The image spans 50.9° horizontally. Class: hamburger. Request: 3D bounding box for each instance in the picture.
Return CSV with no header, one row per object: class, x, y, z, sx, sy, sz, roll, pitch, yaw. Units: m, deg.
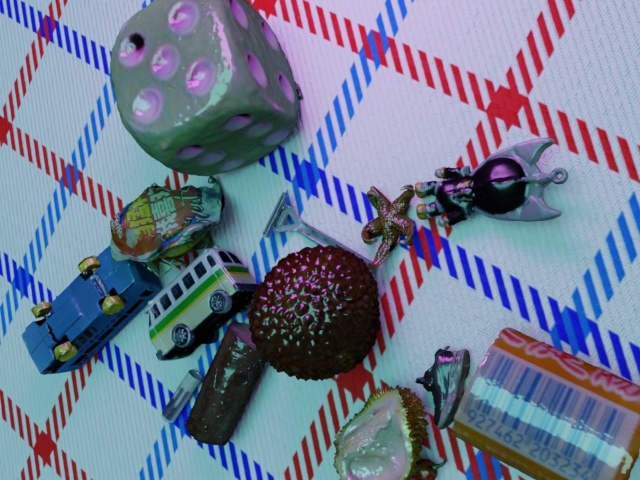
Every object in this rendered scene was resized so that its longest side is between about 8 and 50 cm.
hamburger,-0.351,-0.025,1.621,0.276,0.150,0.260,-2,42,14

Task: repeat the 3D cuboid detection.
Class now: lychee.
lychee,-0.003,0.147,1.384,0.304,0.276,0.276,-22,70,-25

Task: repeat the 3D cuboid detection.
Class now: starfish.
starfish,0.146,-0.027,1.427,0.146,0.074,0.190,10,91,41

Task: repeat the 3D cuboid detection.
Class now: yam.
yam,-0.210,0.333,1.542,0.131,0.131,0.280,28,97,25

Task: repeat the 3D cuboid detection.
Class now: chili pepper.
chili pepper,0.188,0.488,1.378,0.191,0.050,0.059,-36,57,30

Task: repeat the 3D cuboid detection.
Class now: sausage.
sausage,0.412,0.313,1.194,0.287,0.233,0.233,23,95,25

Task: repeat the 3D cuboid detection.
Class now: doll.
doll,0.334,-0.097,1.339,0.316,0.103,0.145,-8,57,34

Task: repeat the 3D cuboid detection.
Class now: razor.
razor,0.005,0.001,1.518,0.278,0.056,0.111,30,99,17

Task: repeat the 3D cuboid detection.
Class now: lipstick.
lipstick,-0.340,0.382,1.642,0.040,0.040,0.141,39,101,23

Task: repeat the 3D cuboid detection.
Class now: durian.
durian,0.133,0.414,1.364,0.183,0.138,0.250,46,107,22

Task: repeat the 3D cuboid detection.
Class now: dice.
dice,-0.254,-0.346,1.519,0.318,0.322,0.330,-23,77,21

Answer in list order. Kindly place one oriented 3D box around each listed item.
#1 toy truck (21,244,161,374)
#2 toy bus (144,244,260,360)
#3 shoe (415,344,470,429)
toy truck,-0.582,0.174,1.709,0.385,0.162,0.161,-43,69,14
toy bus,-0.288,0.149,1.590,0.276,0.133,0.165,-40,71,15
shoe,0.241,0.293,1.366,0.099,0.071,0.169,13,86,28
